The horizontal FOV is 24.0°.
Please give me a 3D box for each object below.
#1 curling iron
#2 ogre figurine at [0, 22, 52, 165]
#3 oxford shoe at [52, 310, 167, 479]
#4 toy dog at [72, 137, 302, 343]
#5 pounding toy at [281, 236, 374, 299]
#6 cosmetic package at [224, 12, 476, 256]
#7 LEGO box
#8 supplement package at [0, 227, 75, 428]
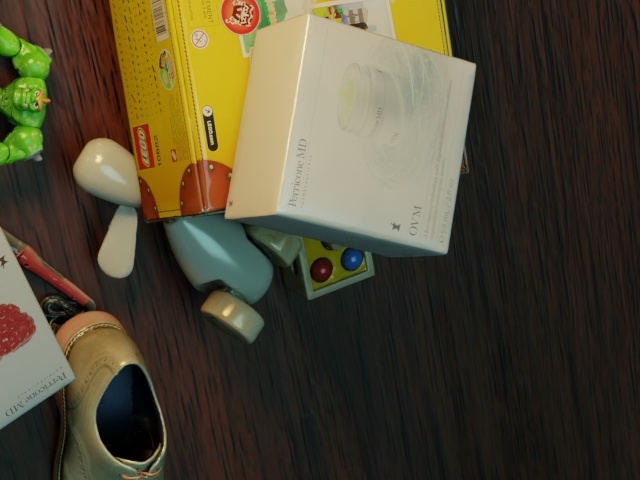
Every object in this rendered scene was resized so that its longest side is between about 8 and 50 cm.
[{"bbox_3d":[-0.385,0.030,1.900,0.068,0.035,0.274,-48,121,-10],"label":"curling iron"},{"bbox_3d":[-0.387,-0.174,1.812,0.118,0.097,0.197,6,68,-19],"label":"ogre figurine"},{"bbox_3d":[-0.267,0.295,1.967,0.140,0.146,0.397,-22,121,-24],"label":"oxford shoe"},{"bbox_3d":[-0.180,-0.015,1.955,0.220,0.161,0.334,-39,106,-25],"label":"toy dog"},{"bbox_3d":[0.000,0.000,2.073,0.130,0.100,0.141,-20,113,-24],"label":"pounding toy"},{"bbox_3d":[0.034,-0.112,1.687,0.224,0.138,0.224,12,83,-26],"label":"cosmetic package"},{"bbox_3d":[-0.053,-0.296,1.833,0.372,0.193,0.500,-10,93,-28],"label":"LEGO box"},{"bbox_3d":[-0.441,0.072,1.759,0.177,0.175,0.293,-35,133,-19],"label":"supplement package"}]
